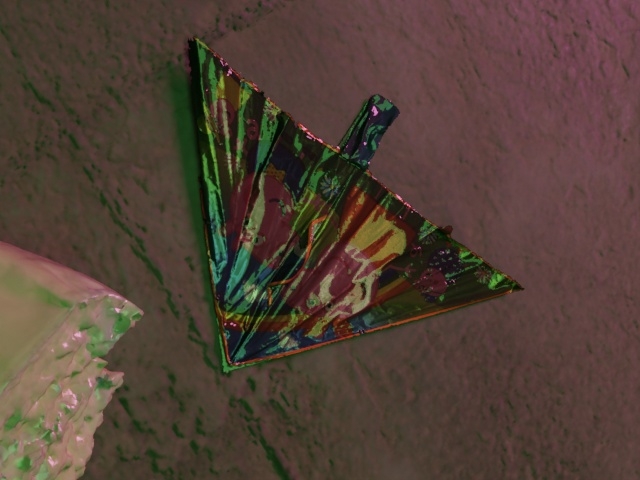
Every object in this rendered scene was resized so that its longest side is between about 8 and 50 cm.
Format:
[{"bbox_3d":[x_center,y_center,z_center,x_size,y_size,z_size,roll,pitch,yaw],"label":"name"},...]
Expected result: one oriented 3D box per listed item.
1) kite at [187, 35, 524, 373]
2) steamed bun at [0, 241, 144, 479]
[{"bbox_3d":[0.000,0.000,0.936,0.321,0.016,0.234,36,78,-19],"label":"kite"},{"bbox_3d":[-0.210,0.108,0.770,0.225,0.200,0.170,-44,145,-18],"label":"steamed bun"}]
